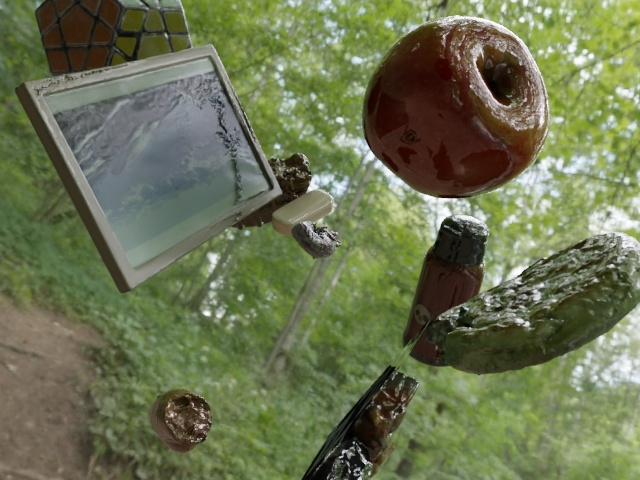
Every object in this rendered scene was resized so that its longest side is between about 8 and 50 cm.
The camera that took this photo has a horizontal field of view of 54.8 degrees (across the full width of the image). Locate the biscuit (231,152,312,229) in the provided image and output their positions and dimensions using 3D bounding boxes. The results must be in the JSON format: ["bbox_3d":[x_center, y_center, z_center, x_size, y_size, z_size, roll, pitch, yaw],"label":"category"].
[{"bbox_3d":[-0.217,-0.154,1.717,0.366,0.115,0.268,15,-53,-29],"label":"biscuit"}]

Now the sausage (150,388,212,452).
[{"bbox_3d":[-0.230,0.293,1.006,0.103,0.076,0.302,48,-24,6],"label":"sausage"}]

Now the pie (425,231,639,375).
[{"bbox_3d":[0.276,0.078,0.782,0.067,0.302,0.302,61,-29,-2],"label":"pie"}]

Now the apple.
[{"bbox_3d":[0.186,-0.183,0.883,0.260,0.260,0.216,28,-32,-21],"label":"apple"}]

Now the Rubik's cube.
[{"bbox_3d":[-0.391,-0.389,1.217,0.264,0.319,0.319,-15,-21,-8],"label":"Rubik's cube"}]

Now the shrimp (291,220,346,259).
[{"bbox_3d":[0.000,0.000,1.078,0.056,0.065,0.165,-34,-13,15],"label":"shrimp"}]

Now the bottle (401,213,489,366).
[{"bbox_3d":[0.280,0.106,1.353,0.144,0.144,0.336,15,-62,10],"label":"bottle"}]

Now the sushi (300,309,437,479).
[{"bbox_3d":[0.040,0.288,0.778,0.064,0.343,0.359,35,26,16],"label":"sushi"}]

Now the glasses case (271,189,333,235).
[{"bbox_3d":[-0.047,-0.077,1.678,0.083,0.196,0.050,30,-45,33],"label":"glasses case"}]

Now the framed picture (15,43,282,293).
[{"bbox_3d":[-0.189,-0.114,0.795,0.022,0.335,0.247,-17,-77,34],"label":"framed picture"}]
